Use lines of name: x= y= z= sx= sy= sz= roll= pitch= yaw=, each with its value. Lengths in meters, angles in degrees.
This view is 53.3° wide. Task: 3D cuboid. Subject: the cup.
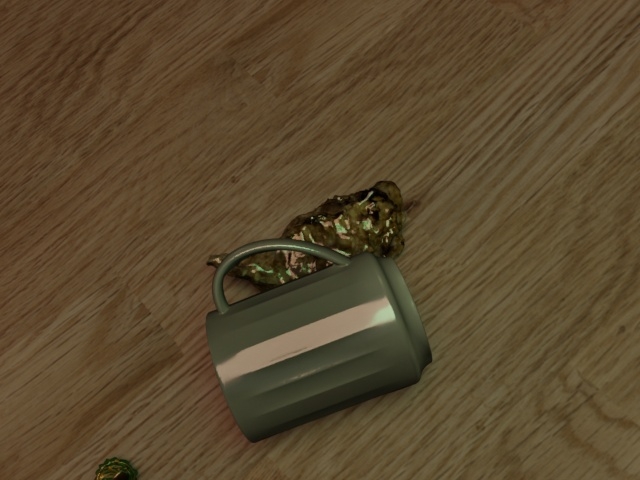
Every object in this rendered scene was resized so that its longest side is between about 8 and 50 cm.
cup: x=-0.014 y=0.135 z=1.071 sx=0.327 sy=0.237 sz=0.322 roll=-21 pitch=101 yaw=0

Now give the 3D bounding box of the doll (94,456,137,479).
doll: x=-0.350 y=0.429 z=1.097 sx=0.078 sy=0.113 sz=0.076 roll=-46 pitch=107 yaw=-12

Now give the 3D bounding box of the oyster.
oyster: x=0.001 y=0.026 z=1.207 sx=0.396 sy=0.111 sz=0.204 roll=-28 pitch=71 yaw=-8
